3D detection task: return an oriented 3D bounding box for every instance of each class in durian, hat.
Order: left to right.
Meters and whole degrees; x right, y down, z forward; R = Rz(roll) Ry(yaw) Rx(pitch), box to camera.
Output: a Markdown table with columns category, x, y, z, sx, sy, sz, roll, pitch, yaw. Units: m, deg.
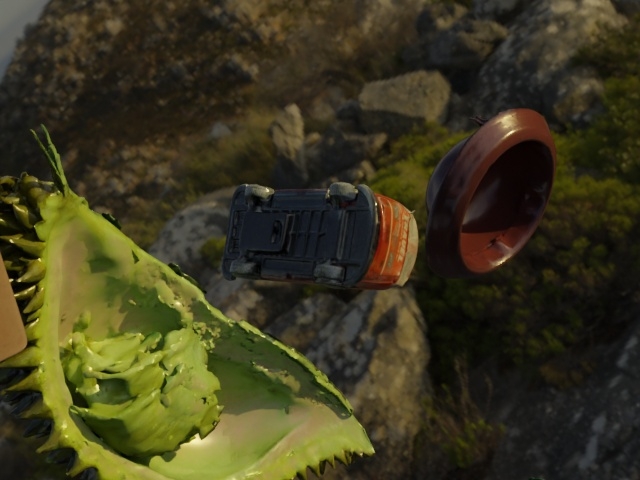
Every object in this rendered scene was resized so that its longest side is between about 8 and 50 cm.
| category | x | y | z | sx | sy | sz | roll | pitch | yaw |
| --- | --- | --- | --- | --- | --- | --- | --- | --- | --- |
| durian | -0.131 | 0.078 | 0.623 | 0.169 | 0.355 | 0.157 | -41 | 33 | 3 |
| hat | 0.174 | -0.053 | 0.970 | 0.205 | 0.205 | 0.089 | -45 | 50 | -13 |

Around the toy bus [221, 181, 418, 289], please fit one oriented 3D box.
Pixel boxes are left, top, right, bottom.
| category | x | y | z | sx | sy | sz | roll | pitch | yaw |
| --- | --- | --- | --- | --- | --- | --- | --- | --- | --- |
| toy bus | 0.000 | 0.000 | 0.675 | 0.174 | 0.077 | 0.079 | 2 | 80 | 48 |

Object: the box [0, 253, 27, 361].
| category | x | y | z | sx | sy | sz | roll | pitch | yaw |
| --- | --- | --- | --- | --- | --- | --- | --- | --- | --- |
| box | -0.171 | 0.005 | 0.398 | 0.025 | 0.115 | 0.048 | -3 | 17 | 40 |

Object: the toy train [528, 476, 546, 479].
| category | x | y | z | sx | sy | sz | roll | pitch | yaw |
| --- | --- | --- | --- | --- | --- | --- | --- | --- | --- |
| toy train | 0.229 | 0.340 | 0.794 | 0.243 | 0.132 | 0.188 | 12 | 43 | 30 |
